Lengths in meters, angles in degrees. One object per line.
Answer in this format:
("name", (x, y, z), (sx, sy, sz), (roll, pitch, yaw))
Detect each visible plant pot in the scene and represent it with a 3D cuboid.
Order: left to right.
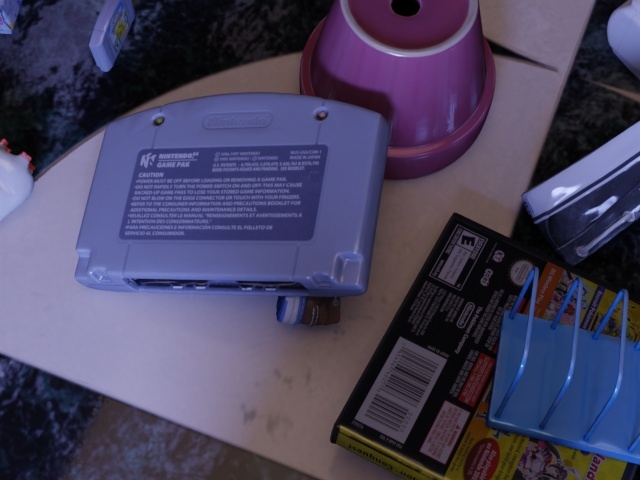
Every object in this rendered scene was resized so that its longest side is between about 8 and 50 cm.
("plant pot", (0.080, -0.187, 1.174), (0.201, 0.180, 0.201), (1, 66, -2))

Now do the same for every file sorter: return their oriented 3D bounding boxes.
("file sorter", (0.243, 0.105, 1.024), (0.170, 0.104, 0.118), (14, 53, 2))

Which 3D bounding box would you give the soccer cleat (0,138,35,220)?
("soccer cleat", (-0.375, -0.092, 1.189), (0.196, 0.068, 0.076), (31, 73, 9))

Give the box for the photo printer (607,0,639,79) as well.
("photo printer", (0.491, -0.224, 1.236), (0.307, 0.107, 0.256), (-37, 72, -16))

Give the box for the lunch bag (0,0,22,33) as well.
("lunch bag", (-0.363, -0.262, 1.270), (0.083, 0.053, 0.071), (7, 65, 12))

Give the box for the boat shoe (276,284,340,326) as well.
("boat shoe", (0.000, 0.000, 1.160), (0.066, 0.066, 0.183), (12, 67, -11))

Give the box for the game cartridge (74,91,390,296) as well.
("game cartridge", (-0.082, -0.046, 1.131), (0.294, 0.060, 0.196), (1, 70, 22))

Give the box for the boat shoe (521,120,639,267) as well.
("boat shoe", (0.339, -0.077, 1.113), (0.306, 0.113, 0.105), (-33, 86, 18))

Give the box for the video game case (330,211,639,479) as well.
("video game case", (0.178, 0.126, 1.087), (0.248, 0.035, 0.275), (26, 54, 10))

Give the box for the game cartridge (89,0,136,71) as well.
("game cartridge", (-0.217, -0.225, 1.253), (0.017, 0.056, 0.083), (13, 67, 13))
